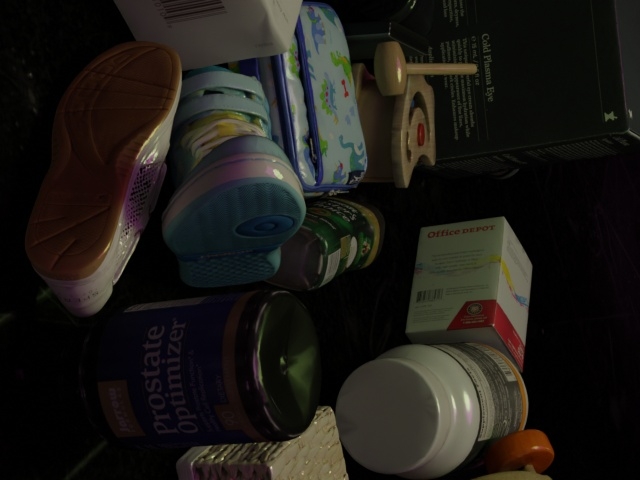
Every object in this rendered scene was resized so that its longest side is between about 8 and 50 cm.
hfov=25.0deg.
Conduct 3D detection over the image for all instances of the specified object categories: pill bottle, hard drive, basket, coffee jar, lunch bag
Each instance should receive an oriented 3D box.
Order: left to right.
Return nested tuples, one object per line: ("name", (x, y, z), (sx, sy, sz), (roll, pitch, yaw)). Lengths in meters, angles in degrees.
("pill bottle", (-0.119, 0.110, 1.184), (0.123, 0.219, 0.123), (28, 58, -59))
("basket", (-0.051, 0.235, 1.420), (0.167, 0.103, 0.113), (-35, 115, -62))
("lunch bag", (-0.028, -0.153, 1.591), (0.176, 0.090, 0.219), (-5, 87, -61))
("coffee jar", (0.000, 0.000, 1.591), (0.184, 0.096, 0.079), (-21, 123, -64))
("hard drive", (0.047, -0.235, 1.697), (0.094, 0.135, 0.022), (14, 78, -56))
("pill bottle", (0.136, 0.204, 1.743), (0.278, 0.162, 0.162), (5, 79, -63))

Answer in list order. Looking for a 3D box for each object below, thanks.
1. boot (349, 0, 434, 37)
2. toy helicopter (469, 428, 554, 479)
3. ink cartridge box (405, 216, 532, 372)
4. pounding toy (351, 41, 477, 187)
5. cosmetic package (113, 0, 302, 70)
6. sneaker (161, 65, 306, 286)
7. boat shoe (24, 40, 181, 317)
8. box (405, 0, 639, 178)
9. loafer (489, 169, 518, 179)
("boot", (0.093, -0.310, 1.798), (0.207, 0.094, 0.246), (44, 16, -50))
("toy helicopter", (0.176, 0.388, 1.752), (0.355, 0.235, 0.140), (93, -22, -52))
("ink cartridge box", (0.204, 0.077, 1.950), (0.127, 0.128, 0.176), (53, 39, -46))
("pounding toy", (0.112, -0.134, 1.738), (0.269, 0.155, 0.154), (27, 65, -73))
("cosmetic package", (-0.097, -0.378, 1.415), (0.217, 0.156, 0.385), (63, 29, -43))
("sneaker", (-0.092, -0.087, 1.318), (0.319, 0.127, 0.208), (123, -38, -72))
("boat shoe", (-0.185, -0.056, 1.254), (0.096, 0.098, 0.277), (84, 18, -51))
("box", (0.278, -0.277, 1.986), (0.179, 0.312, 0.343), (8, 76, -63))
("loafer", (0.240, -0.237, 2.165), (0.095, 0.109, 0.302), (20, 58, -40))
